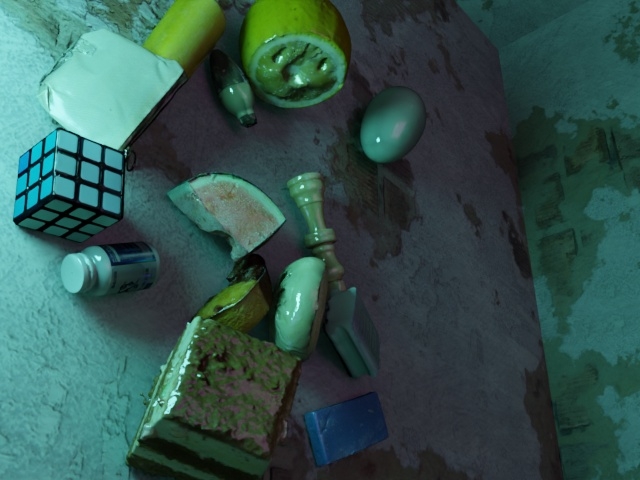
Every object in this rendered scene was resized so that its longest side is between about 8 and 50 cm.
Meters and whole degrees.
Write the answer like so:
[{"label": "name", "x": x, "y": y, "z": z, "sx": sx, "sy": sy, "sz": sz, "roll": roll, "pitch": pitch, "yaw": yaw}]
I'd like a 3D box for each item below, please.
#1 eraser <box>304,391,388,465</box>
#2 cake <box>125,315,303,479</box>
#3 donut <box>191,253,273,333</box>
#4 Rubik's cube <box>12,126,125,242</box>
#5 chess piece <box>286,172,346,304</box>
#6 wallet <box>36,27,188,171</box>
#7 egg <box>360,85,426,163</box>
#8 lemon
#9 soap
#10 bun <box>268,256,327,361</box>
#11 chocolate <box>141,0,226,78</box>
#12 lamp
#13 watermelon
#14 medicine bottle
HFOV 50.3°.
[{"label": "eraser", "x": 0.081, "y": 0.519, "z": 1.905, "sx": 0.311, "sy": 0.042, "sz": 0.144, "roll": 0, "pitch": 72, "yaw": -52}, {"label": "cake", "x": -0.207, "y": 0.343, "z": 1.368, "sx": 0.281, "sy": 0.290, "sz": 0.256, "roll": 26, "pitch": 52, "yaw": -15}, {"label": "donut", "x": -0.180, "y": 0.139, "z": 1.700, "sx": 0.112, "sy": 0.151, "sz": 0.295, "roll": 61, "pitch": 34, "yaw": -25}, {"label": "Rubik's cube", "x": -0.509, "y": -0.108, "z": 1.392, "sx": 0.163, "sy": 0.162, "sz": 0.161, "roll": 20, "pitch": 55, "yaw": -44}, {"label": "chess piece", "x": 0.000, "y": 0.000, "z": 2.039, "sx": 0.117, "sy": 0.117, "sz": 0.398, "roll": -4, "pitch": 77, "yaw": -53}, {"label": "wallet", "x": -0.478, "y": -0.338, "z": 1.560, "sx": 0.274, "sy": 0.068, "sz": 0.335, "roll": 33, "pitch": 59, "yaw": -10}, {"label": "egg", "x": 0.264, "y": -0.423, "z": 2.504, "sx": 0.230, "sy": 0.229, "sz": 0.371, "roll": 50, "pitch": 44, "yaw": -22}, {"label": "lemon", "x": -0.080, "y": -0.609, "z": 2.080, "sx": 0.364, "sy": 0.364, "sz": 0.365, "roll": 29, "pitch": 50, "yaw": -41}, {"label": "soap", "x": 0.099, "y": 0.270, "z": 1.962, "sx": 0.262, "sy": 0.094, "sz": 0.150, "roll": 62, "pitch": 32, "yaw": -42}, {"label": "bun", "x": -0.063, "y": 0.176, "z": 1.788, "sx": 0.287, "sy": 0.146, "sz": 0.288, "roll": 12, "pitch": 90, "yaw": -85}, {"label": "chocolate", "x": -0.398, "y": -0.466, "z": 1.765, "sx": 0.162, "sy": 0.162, "sz": 0.446, "roll": 45, "pitch": 50, "yaw": -28}, {"label": "lamp", "x": -0.252, "y": -0.439, "z": 1.961, "sx": 0.101, "sy": 0.101, "sz": 0.250, "roll": -18, "pitch": 82, "yaw": -54}, {"label": "watermelon", "x": -0.223, "y": -0.066, "z": 1.724, "sx": 0.318, "sy": 0.148, "sz": 0.226, "roll": 28, "pitch": 43, "yaw": -34}, {"label": "medicine bottle", "x": -0.439, "y": 0.060, "z": 1.435, "sx": 0.191, "sy": 0.107, "sz": 0.107, "roll": -7, "pitch": 77, "yaw": -53}]
